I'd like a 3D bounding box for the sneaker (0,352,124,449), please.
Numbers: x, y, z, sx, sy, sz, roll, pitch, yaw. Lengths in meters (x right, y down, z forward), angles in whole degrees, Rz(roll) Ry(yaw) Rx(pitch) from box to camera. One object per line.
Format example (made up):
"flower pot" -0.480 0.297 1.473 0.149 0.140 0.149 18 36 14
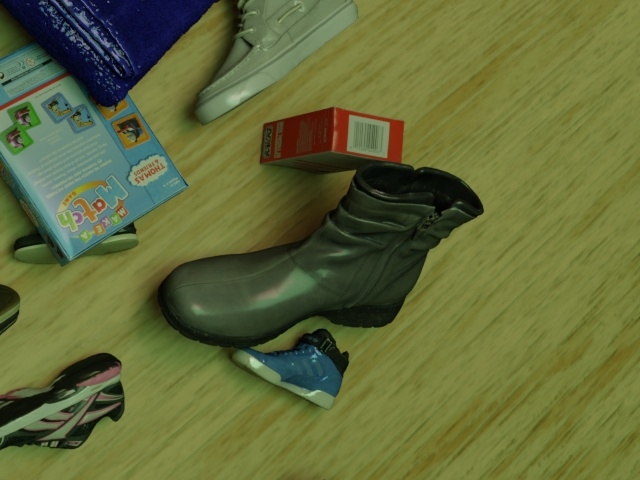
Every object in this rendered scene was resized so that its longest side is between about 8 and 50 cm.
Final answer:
"sneaker" -0.277 0.189 1.191 0.178 0.072 0.077 -23 111 -23

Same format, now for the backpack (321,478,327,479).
"backpack" 0.009 0.338 1.339 0.098 0.101 0.120 -50 144 -17

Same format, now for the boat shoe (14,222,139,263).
"boat shoe" -0.260 -0.004 1.219 0.133 0.049 0.042 -11 71 -25

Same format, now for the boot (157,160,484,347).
"boot" 0.000 0.000 1.260 0.338 0.223 0.118 -7 55 -37

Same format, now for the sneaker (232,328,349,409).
"sneaker" -0.030 0.133 1.339 0.152 0.058 0.085 30 80 -31

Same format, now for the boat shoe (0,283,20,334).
"boat shoe" -0.391 0.116 1.125 0.223 0.080 0.073 -32 134 -39

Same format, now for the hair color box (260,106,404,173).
"hair color box" 0.011 -0.111 1.306 0.093 0.167 0.053 7 84 -30

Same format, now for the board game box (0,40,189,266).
"board game box" -0.259 -0.103 1.194 0.160 0.039 0.211 -35 94 -31

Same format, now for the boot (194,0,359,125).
"boot" -0.074 -0.243 1.314 0.258 0.095 0.123 -43 103 -33

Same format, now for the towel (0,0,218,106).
"towel" -0.250 -0.313 1.178 0.308 0.076 0.228 49 52 -18
